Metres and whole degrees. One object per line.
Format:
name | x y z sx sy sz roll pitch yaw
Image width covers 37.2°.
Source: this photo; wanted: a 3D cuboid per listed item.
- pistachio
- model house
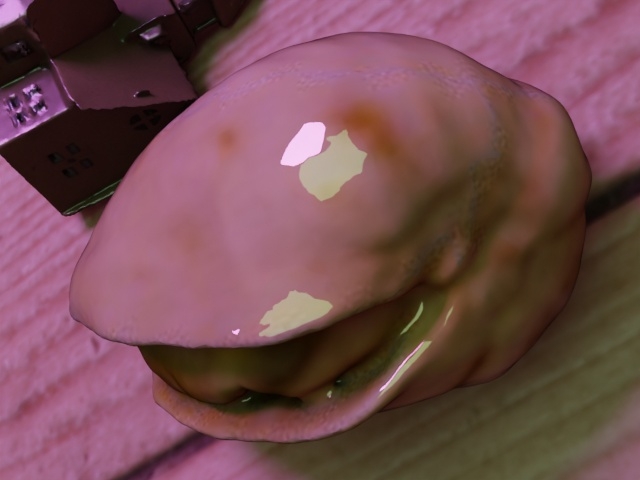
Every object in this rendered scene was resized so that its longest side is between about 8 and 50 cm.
pistachio | 0.000 0.000 0.565 0.321 0.229 0.238 -21 28 25
model house | -0.149 -0.173 0.723 0.248 0.176 0.181 -30 65 -2
